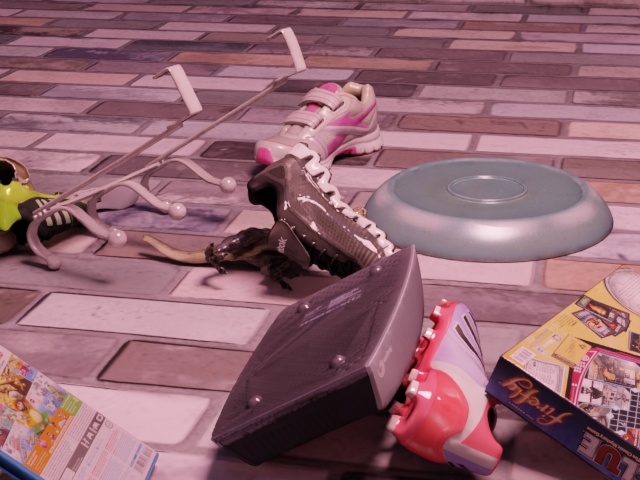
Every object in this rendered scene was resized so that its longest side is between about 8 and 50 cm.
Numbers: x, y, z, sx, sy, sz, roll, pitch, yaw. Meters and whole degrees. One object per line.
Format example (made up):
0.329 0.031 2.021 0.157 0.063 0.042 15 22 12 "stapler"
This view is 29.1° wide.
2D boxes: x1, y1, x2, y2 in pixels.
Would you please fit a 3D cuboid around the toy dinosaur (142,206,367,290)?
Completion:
-0.077 0.011 1.406 0.268 0.064 0.118 -5 18 3 "toy dinosaur"

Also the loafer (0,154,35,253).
-0.414 -0.064 1.561 0.101 0.092 0.268 -4 22 -10 "loafer"

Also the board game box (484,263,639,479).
0.272 0.115 1.059 0.165 0.042 0.243 34 35 24 "board game box"

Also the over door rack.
-0.168 -0.092 1.427 0.324 0.108 0.239 -40 -5 36 "over door rack"

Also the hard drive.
0.010 0.098 1.080 0.172 0.054 0.255 -28 13 21 "hard drive"

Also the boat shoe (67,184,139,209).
-0.290 -0.057 1.620 0.100 0.035 0.035 -15 27 -17 "boat shoe"

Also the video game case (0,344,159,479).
-0.210 0.154 0.959 0.166 0.015 0.119 36 21 -8 "video game case"

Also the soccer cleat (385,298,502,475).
0.119 0.128 1.085 0.095 0.083 0.248 32 19 1 "soccer cleat"

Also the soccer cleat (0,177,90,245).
-0.337 -0.026 1.492 0.060 0.072 0.179 -6 -11 27 "soccer cleat"

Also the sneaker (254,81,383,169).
-0.006 -0.169 1.785 0.103 0.111 0.252 14 26 34 "sneaker"

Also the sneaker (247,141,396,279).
0.000 0.000 1.326 0.106 0.078 0.234 -26 63 -24 "sneaker"

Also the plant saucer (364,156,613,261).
0.211 -0.050 1.565 0.317 0.044 0.317 -1 20 0 "plant saucer"
